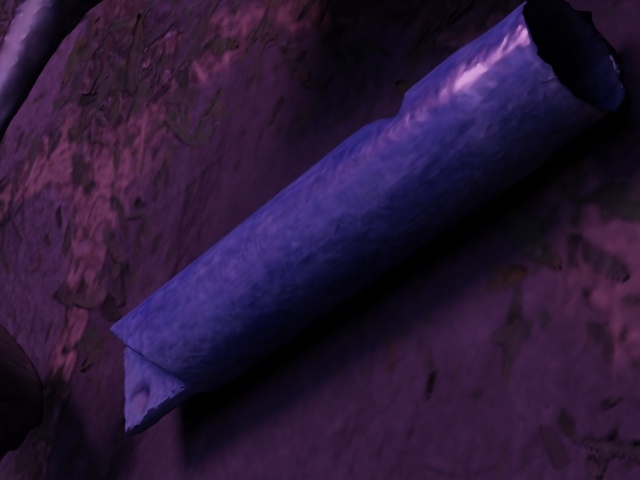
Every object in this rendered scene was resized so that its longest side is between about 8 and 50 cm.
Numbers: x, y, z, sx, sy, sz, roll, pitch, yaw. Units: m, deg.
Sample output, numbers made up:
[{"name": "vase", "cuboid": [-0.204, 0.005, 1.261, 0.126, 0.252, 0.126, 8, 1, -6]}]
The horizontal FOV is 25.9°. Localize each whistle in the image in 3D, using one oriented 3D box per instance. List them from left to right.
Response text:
[{"name": "whistle", "cuboid": [0.000, 0.000, 0.618, 0.304, 0.062, 0.062, -37, 47, 36]}]

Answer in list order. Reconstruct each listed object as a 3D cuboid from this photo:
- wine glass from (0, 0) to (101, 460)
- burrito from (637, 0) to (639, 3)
[{"name": "wine glass", "cuboid": [-0.133, -0.109, 0.678, 0.406, 0.267, 0.267, -58, 37, 16]}, {"name": "burrito", "cuboid": [0.227, -0.225, 0.435, 0.392, 0.076, 0.117, -53, 45, 23]}]
